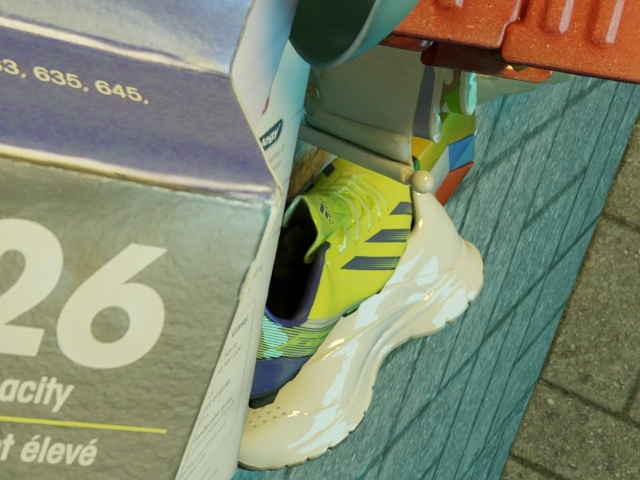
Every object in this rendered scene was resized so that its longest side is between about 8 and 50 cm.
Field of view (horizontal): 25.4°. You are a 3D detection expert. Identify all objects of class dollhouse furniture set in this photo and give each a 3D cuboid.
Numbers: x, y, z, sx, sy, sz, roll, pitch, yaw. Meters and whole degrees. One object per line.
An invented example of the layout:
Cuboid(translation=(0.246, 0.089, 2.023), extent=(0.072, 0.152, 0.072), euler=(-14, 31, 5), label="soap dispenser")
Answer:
Cuboid(translation=(0.114, -0.270, 0.734), extent=(0.201, 0.152, 0.374), euler=(-147, -110, -81), label="dollhouse furniture set")

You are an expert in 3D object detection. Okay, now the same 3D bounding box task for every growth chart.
Cuboid(translation=(0.053, -0.150, 0.926), extent=(0.021, 0.172, 0.237), euler=(-5, 118, -44), label="growth chart")

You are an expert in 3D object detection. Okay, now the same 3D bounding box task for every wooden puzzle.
Cuboid(translation=(0.098, -0.069, 1.357), extent=(0.239, 0.044, 0.221), euler=(-60, 162, -21), label="wooden puzzle")

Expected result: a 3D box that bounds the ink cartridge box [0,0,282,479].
Cuboid(translation=(-0.168, 0.017, 0.325), extent=(0.303, 0.072, 0.307), euler=(10, 110, -30), label="ink cartridge box")

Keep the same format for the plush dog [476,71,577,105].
Cuboid(translation=(0.177, -0.249, 1.160), extent=(0.262, 0.210, 0.225), euler=(60, 32, -69), label="plush dog")

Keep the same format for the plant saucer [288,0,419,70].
Cuboid(translation=(0.013, -0.226, 0.548), extent=(0.317, 0.043, 0.318), euler=(176, -90, -77), label="plant saucer")

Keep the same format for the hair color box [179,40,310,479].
Cuboid(translation=(-0.105, 0.030, 0.759), extent=(0.174, 0.105, 0.347), euler=(-47, 155, -52), label="hair color box")

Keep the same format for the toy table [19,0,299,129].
Cuboid(translation=(-0.109, -0.106, 0.473), extent=(0.274, 0.161, 0.252), euler=(-69, 163, 6), label="toy table")

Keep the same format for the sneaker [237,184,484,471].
Cuboid(translation=(0.010, 0.068, 1.200), extent=(0.297, 0.111, 0.129), euler=(-47, 128, -23), label="sneaker")

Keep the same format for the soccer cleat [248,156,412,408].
Cuboid(translation=(0.001, 0.001, 1.027), extent=(0.289, 0.093, 0.121), euler=(-51, 159, -47), label="soccer cleat")
